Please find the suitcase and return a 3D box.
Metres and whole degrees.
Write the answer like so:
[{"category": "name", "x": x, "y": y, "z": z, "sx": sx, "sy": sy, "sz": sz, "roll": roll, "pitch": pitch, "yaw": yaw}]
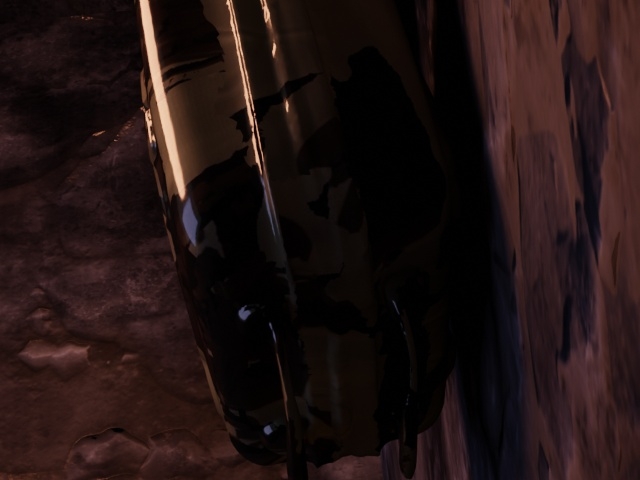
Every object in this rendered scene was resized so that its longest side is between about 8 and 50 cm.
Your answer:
[{"category": "suitcase", "x": 0.000, "y": 0.000, "z": 0.953, "sx": 0.351, "sy": 0.194, "sz": 0.339, "roll": 83, "pitch": 174, "yaw": -57}]
